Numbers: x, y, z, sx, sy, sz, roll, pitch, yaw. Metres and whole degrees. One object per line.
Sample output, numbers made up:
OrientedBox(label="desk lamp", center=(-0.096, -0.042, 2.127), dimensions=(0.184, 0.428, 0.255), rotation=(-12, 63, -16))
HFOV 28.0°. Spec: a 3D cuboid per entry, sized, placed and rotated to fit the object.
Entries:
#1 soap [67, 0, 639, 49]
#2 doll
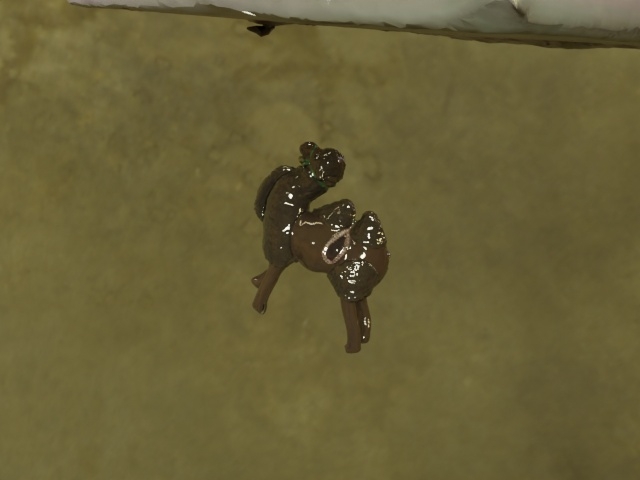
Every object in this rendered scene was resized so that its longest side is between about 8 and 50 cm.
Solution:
OrientedBox(label="soap", center=(0.074, -0.141, 0.604), dimensions=(0.296, 0.285, 0.107), rotation=(-6, 104, -44))
OrientedBox(label="doll", center=(0.000, 0.000, 1.130), dimensions=(0.139, 0.165, 0.057), rotation=(22, 19, 18))
